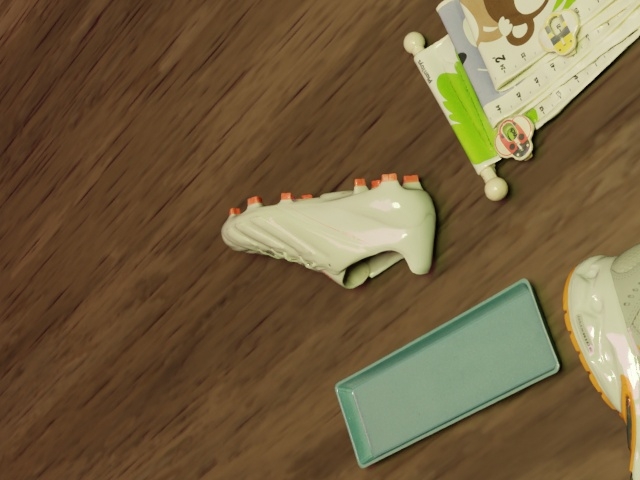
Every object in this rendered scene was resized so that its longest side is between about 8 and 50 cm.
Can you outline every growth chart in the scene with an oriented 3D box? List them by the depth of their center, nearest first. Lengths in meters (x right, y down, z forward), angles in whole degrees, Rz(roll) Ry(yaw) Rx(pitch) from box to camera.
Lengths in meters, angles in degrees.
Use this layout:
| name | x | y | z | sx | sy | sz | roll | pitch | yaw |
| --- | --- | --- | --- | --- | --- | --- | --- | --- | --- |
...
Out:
| name | x | y | z | sx | sy | sz | roll | pitch | yaw |
| --- | --- | --- | --- | --- | --- | --- | --- | --- | --- |
| growth chart | 0.148 | -0.166 | 0.893 | 0.237 | 0.021 | 0.172 | -50 | 55 | 30 |

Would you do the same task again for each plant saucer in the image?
| name | x | y | z | sx | sy | sz | roll | pitch | yaw |
| --- | --- | --- | --- | --- | --- | --- | --- | --- | --- |
| plant saucer | 0.087 | 0.095 | 0.939 | 0.192 | 0.018 | 0.067 | -34 | 65 | 39 |

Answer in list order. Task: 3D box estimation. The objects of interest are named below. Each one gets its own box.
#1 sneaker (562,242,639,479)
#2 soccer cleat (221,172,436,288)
| name | x | y | z | sx | sy | sz | roll | pitch | yaw |
| --- | --- | --- | --- | --- | --- | --- | --- | --- | --- |
| sneaker | 0.233 | 0.106 | 0.744 | 0.121 | 0.099 | 0.262 | -33 | 68 | 31 |
| soccer cleat | 0.000 | 0.000 | 0.998 | 0.196 | 0.068 | 0.076 | -9 | 84 | 41 |
